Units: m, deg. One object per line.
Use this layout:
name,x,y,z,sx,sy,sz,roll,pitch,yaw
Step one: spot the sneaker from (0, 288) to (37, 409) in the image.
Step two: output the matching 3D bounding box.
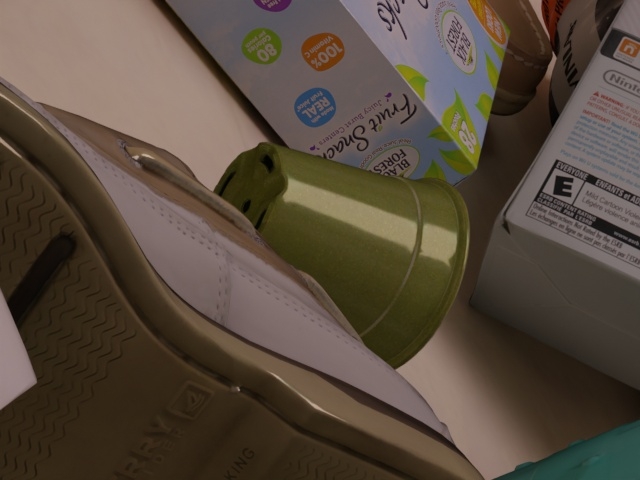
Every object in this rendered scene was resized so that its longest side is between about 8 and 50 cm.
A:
sneaker,-0.214,-0.045,0.343,0.315,0.127,0.182,51,27,5

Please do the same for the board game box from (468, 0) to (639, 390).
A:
board game box,0.240,-0.054,0.931,0.224,0.097,0.303,27,62,10

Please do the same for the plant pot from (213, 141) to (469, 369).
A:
plant pot,0.000,0.000,0.742,0.079,0.083,0.083,25,37,-30

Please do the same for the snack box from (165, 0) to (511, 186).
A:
snack box,-0.005,-0.126,0.887,0.207,0.070,0.174,50,24,-16

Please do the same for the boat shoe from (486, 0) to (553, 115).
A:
boat shoe,0.037,-0.227,1.043,0.341,0.110,0.122,58,23,5

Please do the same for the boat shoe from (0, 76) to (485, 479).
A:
boat shoe,-0.078,0.021,0.537,0.302,0.113,0.103,40,8,-32

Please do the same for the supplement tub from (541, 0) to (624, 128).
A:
supplement tub,0.257,-0.028,1.093,0.207,0.207,0.338,23,40,-52

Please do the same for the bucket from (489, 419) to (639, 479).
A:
bucket,0.181,0.174,0.695,0.281,0.183,0.281,49,22,-28
